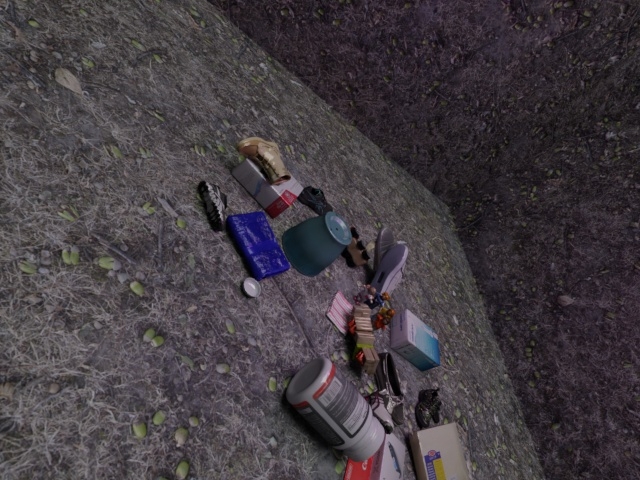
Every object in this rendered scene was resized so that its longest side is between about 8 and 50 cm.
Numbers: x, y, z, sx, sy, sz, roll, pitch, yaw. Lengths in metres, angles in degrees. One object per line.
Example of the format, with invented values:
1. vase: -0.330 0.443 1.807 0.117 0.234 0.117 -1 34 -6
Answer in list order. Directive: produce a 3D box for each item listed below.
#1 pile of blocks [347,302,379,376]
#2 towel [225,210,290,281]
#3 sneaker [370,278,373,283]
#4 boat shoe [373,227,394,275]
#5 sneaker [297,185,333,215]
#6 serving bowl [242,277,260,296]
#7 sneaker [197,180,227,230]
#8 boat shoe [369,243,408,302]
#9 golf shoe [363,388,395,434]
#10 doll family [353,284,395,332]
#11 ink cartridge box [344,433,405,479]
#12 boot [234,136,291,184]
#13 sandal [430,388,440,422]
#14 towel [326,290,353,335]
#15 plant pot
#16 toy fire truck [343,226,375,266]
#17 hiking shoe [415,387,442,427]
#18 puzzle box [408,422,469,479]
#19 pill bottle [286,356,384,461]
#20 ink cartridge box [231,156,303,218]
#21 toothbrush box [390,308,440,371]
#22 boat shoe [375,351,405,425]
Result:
1. pile of blocks: 0.179 0.461 1.921 0.113 0.148 0.362 9 47 -14
2. towel: -0.260 0.013 1.752 0.308 0.076 0.228 60 28 8
3. sneaker: 0.349 0.276 2.362 0.135 0.052 0.058 60 28 6
4. boat shoe: 0.353 0.075 2.349 0.118 0.103 0.320 -17 115 -32
5. sneaker: -0.011 -0.223 2.281 0.267 0.106 0.101 26 41 -41
6. serving bowl: -0.280 0.192 1.619 0.083 0.027 0.083 33 39 -32
7. sneaker: -0.424 -0.145 1.684 0.106 0.078 0.234 -1 61 -51
8. boat shoe: 0.408 0.202 2.276 0.157 0.136 0.366 31 84 -41
9. golf shoe: 0.258 0.696 1.685 0.105 0.120 0.273 57 -6 -8
10. doll family: 0.299 0.349 2.122 0.118 0.163 0.262 0 62 -53
11. ink cartridge box: 0.229 0.895 1.631 0.261 0.066 0.296 48 32 -14
12. boot: -0.256 -0.358 1.849 0.262 0.095 0.203 -6 68 -57
13. sandal: 0.625 0.890 2.184 0.067 0.040 0.179 35 37 -29
14. towel: 0.104 0.352 1.986 0.144 0.029 0.197 48 33 -11
15. plant pot: 0.000 0.000 1.952 0.272 0.255 0.271 33 39 -32
16. toy fire truck: 0.223 0.023 2.360 0.216 0.159 0.246 63 12 2
17. hiking shoe: 0.556 0.843 2.065 0.086 0.114 0.226 48 33 -13
18. puzzle box: 0.575 1.041 1.946 0.409 0.052 0.271 18 55 -45
19. pill bottle: 0.060 0.631 1.507 0.363 0.210 0.210 50 32 -10
20. ink cartridge box: -0.254 -0.293 1.995 0.306 0.131 0.226 49 33 -14
21. toothbrush box: 0.531 0.562 2.275 0.296 0.126 0.216 40 36 -25
22. boat shoe: 0.338 0.697 1.924 0.112 0.096 0.334 12 52 -48
